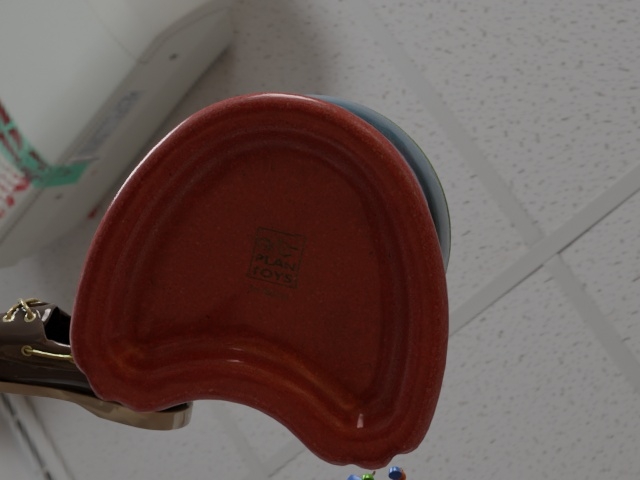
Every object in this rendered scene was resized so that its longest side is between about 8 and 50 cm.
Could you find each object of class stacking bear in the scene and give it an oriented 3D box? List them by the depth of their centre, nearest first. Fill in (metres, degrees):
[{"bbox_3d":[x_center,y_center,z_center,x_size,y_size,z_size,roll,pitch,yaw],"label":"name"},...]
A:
[{"bbox_3d":[0.000,0.000,0.624,0.175,0.289,0.164,13,-83,8],"label":"stacking bear"}]

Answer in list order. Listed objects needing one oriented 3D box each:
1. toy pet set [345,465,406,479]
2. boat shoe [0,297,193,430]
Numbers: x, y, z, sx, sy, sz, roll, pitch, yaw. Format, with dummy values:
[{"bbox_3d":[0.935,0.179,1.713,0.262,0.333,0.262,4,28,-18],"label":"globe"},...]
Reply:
[{"bbox_3d":[0.042,0.279,1.209,0.122,0.065,0.114,-16,-49,9],"label":"toy pet set"},{"bbox_3d":[-0.286,0.113,1.134,0.324,0.116,0.097,14,-78,1],"label":"boat shoe"}]
